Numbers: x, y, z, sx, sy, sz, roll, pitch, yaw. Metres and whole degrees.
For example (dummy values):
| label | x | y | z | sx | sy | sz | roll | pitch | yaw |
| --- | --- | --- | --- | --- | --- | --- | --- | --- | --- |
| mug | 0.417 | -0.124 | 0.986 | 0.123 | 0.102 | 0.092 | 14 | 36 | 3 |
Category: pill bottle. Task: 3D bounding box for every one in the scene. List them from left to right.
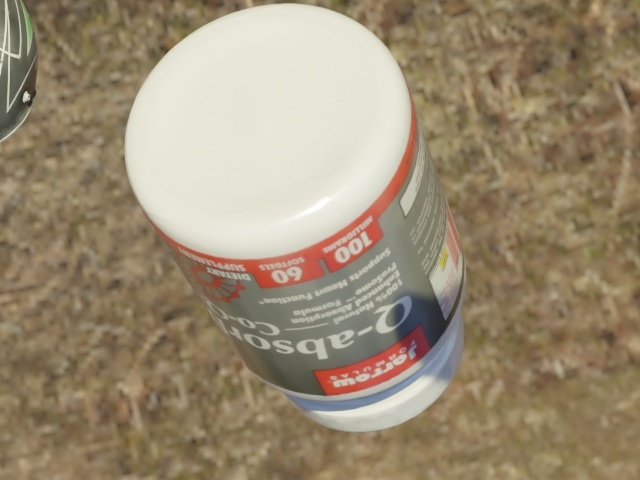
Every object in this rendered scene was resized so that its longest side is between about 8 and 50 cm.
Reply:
| label | x | y | z | sx | sy | sz | roll | pitch | yaw |
| --- | --- | --- | --- | --- | --- | --- | --- | --- | --- |
| pill bottle | 0.000 | 0.000 | 1.365 | 0.210 | 0.210 | 0.363 | -19 | 147 | 5 |

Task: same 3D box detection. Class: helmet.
| label | x | y | z | sx | sy | sz | roll | pitch | yaw |
| --- | --- | --- | --- | --- | --- | --- | --- | --- | --- |
| helmet | -0.286 | -0.137 | 1.290 | 0.169 | 0.169 | 0.161 | -7 | 175 | -16 |
